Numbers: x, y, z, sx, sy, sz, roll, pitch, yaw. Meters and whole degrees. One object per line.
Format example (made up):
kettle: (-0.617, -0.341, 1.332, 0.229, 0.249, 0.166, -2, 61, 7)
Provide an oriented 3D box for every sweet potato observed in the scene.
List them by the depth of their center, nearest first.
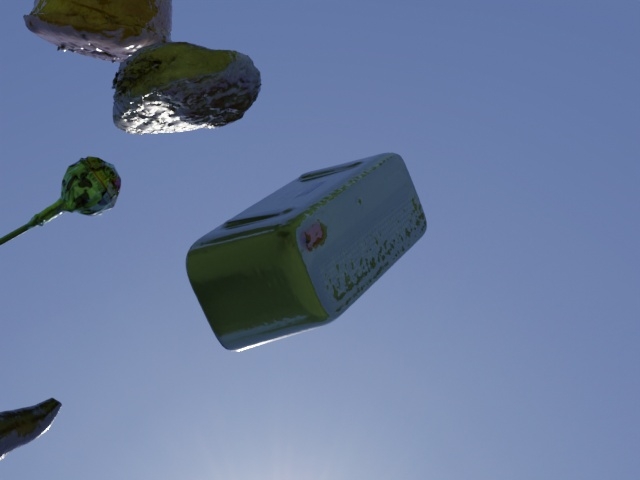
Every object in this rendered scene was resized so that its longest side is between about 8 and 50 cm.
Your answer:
sweet potato: (-0.426, 0.260, 0.909, 0.077, 0.077, 0.243, 40, -152, 10)

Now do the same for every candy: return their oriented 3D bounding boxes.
candy: (-0.459, -0.035, 1.175, 0.305, 0.091, 0.083, -31, -146, -10)

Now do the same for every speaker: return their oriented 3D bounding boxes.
speaker: (0.000, 0.000, 1.122, 0.406, 0.184, 0.183, -38, -71, -54)

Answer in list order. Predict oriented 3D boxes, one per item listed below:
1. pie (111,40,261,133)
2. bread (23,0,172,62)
pie: (-0.148, -0.164, 0.807, 0.163, 0.193, 0.079, 0, -99, -27)
bread: (-0.387, -0.401, 1.323, 0.268, 0.268, 0.146, 8, -86, -3)
